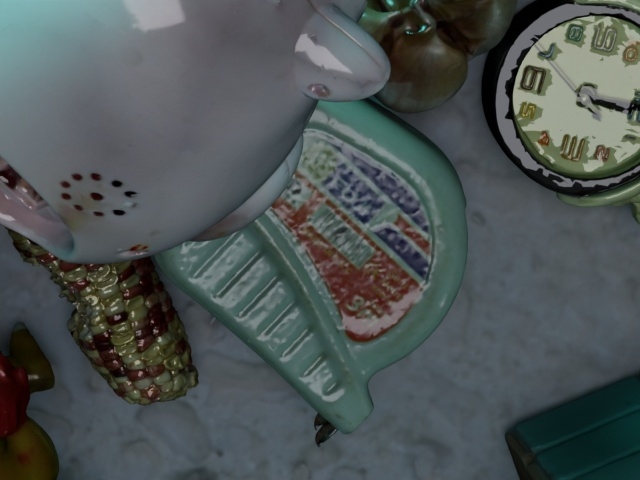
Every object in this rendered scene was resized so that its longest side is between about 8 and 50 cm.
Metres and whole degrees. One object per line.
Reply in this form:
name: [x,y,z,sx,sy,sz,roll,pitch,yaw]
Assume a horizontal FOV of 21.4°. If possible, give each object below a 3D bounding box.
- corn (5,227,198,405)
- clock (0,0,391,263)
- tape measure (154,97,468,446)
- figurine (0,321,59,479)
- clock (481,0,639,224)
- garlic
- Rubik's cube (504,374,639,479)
corn: [-0.190,0.017,1.385,0.098,0.098,0.289,-26,107,-1]
clock: [-0.150,-0.144,1.147,0.368,0.377,0.250,46,64,-18]
tape measure: [-0.001,0.001,1.389,0.243,0.125,0.246,43,96,-14]
figurine: [-0.382,0.192,1.311,0.387,0.268,0.401,-16,115,-17]
clock: [0.288,-0.202,1.393,0.276,0.120,0.379,16,104,-7]
garlic: [0.084,-0.211,1.343,0.214,0.191,0.160,-49,128,-7]
Rubik's cube: [0.314,0.246,1.426,0.231,0.224,0.221,-22,105,-3]
